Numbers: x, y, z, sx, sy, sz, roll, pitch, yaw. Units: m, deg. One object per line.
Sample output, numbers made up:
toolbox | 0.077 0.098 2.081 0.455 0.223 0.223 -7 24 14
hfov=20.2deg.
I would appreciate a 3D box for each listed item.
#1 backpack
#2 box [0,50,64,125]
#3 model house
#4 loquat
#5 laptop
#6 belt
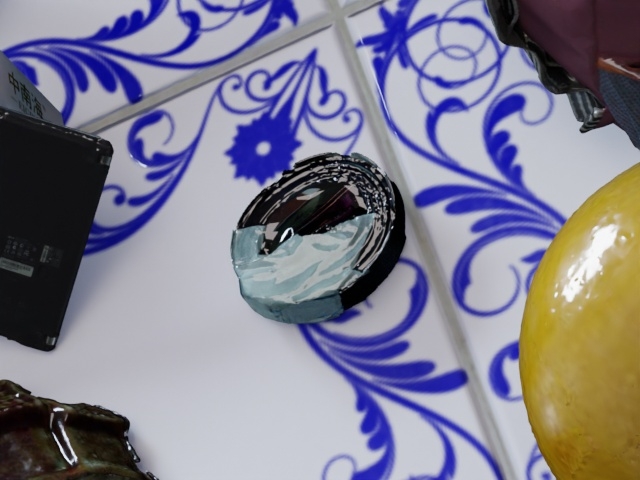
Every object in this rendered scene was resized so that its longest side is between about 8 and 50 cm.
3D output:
backpack | 0.174 -0.229 1.186 0.197 0.317 0.283 -30 62 4
box | -0.335 -0.066 1.393 0.243 0.155 0.067 -19 60 10
model house | -0.217 0.163 1.294 0.165 0.106 0.152 -10 45 -24
loquat | 0.247 0.066 1.066 0.263 0.263 0.263 -8 65 17
laptop | -0.235 -0.011 1.326 0.129 0.016 0.180 17 112 -5
belt | 0.000 0.000 1.298 0.140 0.058 0.105 -38 66 -3
